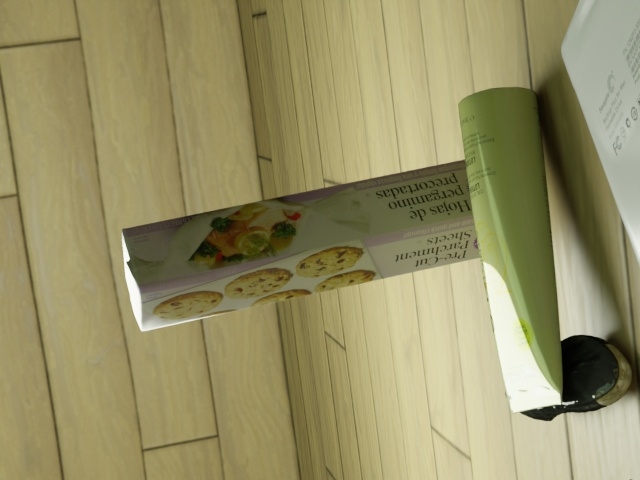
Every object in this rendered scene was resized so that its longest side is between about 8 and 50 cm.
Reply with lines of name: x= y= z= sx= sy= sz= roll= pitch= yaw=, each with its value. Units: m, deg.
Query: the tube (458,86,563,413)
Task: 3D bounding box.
tube: x=0.146 y=0.007 z=1.008 sx=0.070 sy=0.062 sz=0.240 roll=13 pitch=-111 yaw=-63

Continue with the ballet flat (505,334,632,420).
ballet flat: x=0.190 y=0.104 z=1.002 sx=0.173 sy=0.049 sz=0.057 roll=148 pitch=141 yaw=-73

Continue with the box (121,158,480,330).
box: x=0.000 y=0.000 z=1.111 sx=0.067 sy=0.324 sz=0.063 roll=97 pitch=157 yaw=-52

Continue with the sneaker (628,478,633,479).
sneaker: x=0.224 y=0.208 z=0.846 sx=0.170 sy=0.051 sz=0.089 roll=-175 pitch=73 yaw=-82

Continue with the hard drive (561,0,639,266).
hard drive: x=0.214 y=-0.039 z=0.729 sx=0.203 sy=0.040 sz=0.307 roll=101 pitch=157 yaw=-61
